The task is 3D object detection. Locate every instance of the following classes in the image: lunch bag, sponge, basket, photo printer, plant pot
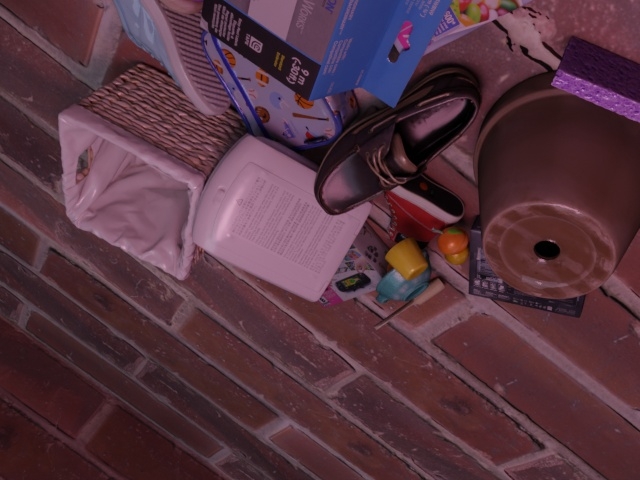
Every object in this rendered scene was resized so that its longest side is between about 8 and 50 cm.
[{"bbox_3d":[-0.080,-0.303,1.182,0.243,0.115,0.303,-5,125,37],"label":"lunch bag"},{"bbox_3d":[0.457,-0.230,0.925,0.210,0.117,0.031,26,139,7],"label":"sponge"},{"bbox_3d":[-0.359,-0.155,1.369,0.331,0.266,0.328,27,137,5],"label":"basket"},{"bbox_3d":[-0.084,-0.047,1.217,0.307,0.107,0.256,26,98,-21],"label":"photo printer"},{"bbox_3d":[0.385,-0.069,0.998,0.323,0.280,0.323,16,134,18],"label":"plant pot"}]

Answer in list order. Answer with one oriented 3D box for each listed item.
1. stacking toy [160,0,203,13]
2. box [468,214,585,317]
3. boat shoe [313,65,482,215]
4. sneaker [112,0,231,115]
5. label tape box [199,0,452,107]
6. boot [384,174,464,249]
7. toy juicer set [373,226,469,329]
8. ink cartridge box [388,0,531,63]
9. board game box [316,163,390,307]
[{"bbox_3d":[-0.156,-0.525,1.022,0.330,0.141,0.141,-27,112,36],"label":"stacking toy"},{"bbox_3d":[0.420,0.051,1.250,0.232,0.059,0.183,10,134,24],"label":"box"},{"bbox_3d":[0.125,-0.165,1.081,0.355,0.130,0.132,-41,108,19],"label":"boat shoe"},{"bbox_3d":[-0.303,-0.409,1.215,0.150,0.135,0.366,-6,117,44],"label":"sneaker"},{"bbox_3d":[-0.006,-0.342,0.914,0.333,0.106,0.241,36,146,5],"label":"label tape box"},{"bbox_3d":[0.148,-0.077,1.277,0.244,0.088,0.176,35,139,-8],"label":"boot"},{"bbox_3d":[0.209,0.061,1.318,0.089,0.209,0.329,55,160,22],"label":"toy juicer set"},{"bbox_3d":[0.204,-0.392,0.848,0.311,0.065,0.186,-19,118,38],"label":"ink cartridge box"},{"bbox_3d":[0.000,0.000,1.426,0.224,0.097,0.303,-26,113,42],"label":"board game box"}]
